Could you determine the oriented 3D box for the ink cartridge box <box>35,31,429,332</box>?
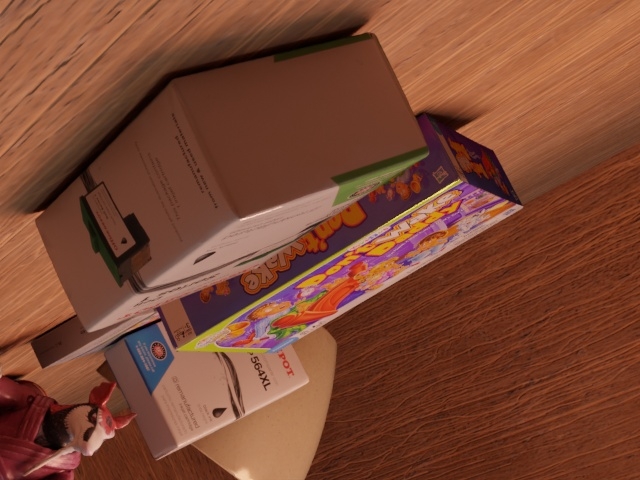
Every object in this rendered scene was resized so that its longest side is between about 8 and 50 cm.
[{"bbox_3d":[-0.063,-0.033,0.796,0.160,0.093,0.219,-21,172,-38],"label":"ink cartridge box"}]

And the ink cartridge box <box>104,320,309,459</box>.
[{"bbox_3d":[-0.138,0.156,1.525,0.203,0.148,0.086,-24,172,-34],"label":"ink cartridge box"}]

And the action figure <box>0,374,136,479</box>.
[{"bbox_3d":[-0.375,0.265,1.360,0.370,0.248,0.276,-22,174,-13],"label":"action figure"}]

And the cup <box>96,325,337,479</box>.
[{"bbox_3d":[-0.111,0.190,1.744,0.237,0.331,0.331,-52,179,-10],"label":"cup"}]

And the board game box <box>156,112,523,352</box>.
[{"bbox_3d":[0.021,0.006,1.322,0.347,0.078,0.233,-32,163,19],"label":"board game box"}]

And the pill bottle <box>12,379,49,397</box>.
[{"bbox_3d":[-0.415,0.228,1.651,0.086,0.086,0.152,-26,174,-3],"label":"pill bottle"}]

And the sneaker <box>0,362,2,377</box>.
[{"bbox_3d":[-0.313,0.116,1.042,0.091,0.094,0.258,-19,172,-18],"label":"sneaker"}]

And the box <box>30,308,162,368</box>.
[{"bbox_3d":[-0.232,0.093,1.477,0.145,0.038,0.186,-28,175,24],"label":"box"}]
